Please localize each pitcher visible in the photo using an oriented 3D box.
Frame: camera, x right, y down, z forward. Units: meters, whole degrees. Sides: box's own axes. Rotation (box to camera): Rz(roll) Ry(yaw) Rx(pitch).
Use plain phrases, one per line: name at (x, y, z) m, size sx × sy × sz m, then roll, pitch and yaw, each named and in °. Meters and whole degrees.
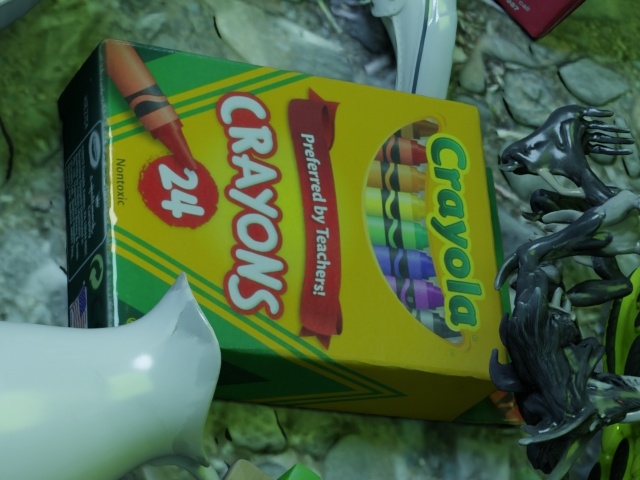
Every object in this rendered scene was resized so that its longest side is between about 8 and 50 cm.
pitcher at (-0.156, 0.120, 1.058) m, size 0.207 × 0.177 × 0.125 m, roll -15°, pitch 34°, yaw -13°

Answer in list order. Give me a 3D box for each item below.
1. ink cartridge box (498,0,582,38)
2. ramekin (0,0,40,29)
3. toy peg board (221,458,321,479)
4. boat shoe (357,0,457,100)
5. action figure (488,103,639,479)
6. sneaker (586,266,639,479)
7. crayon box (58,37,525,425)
ink cartridge box at (0.181, -0.317, 1.348) m, size 0.226 × 0.306 × 0.131 m, roll 47°, pitch 53°, yaw 0°
ramekin at (-0.250, -0.240, 1.133) m, size 0.277 × 0.135 × 0.277 m, roll 2°, pitch 81°, yaw -9°
toy peg board at (-0.007, 0.222, 1.113) m, size 0.161 × 0.079 × 0.161 m, roll 36°, pitch 54°, yaw -7°
boat shoe at (0.056, -0.185, 1.339) m, size 0.076 × 0.083 × 0.226 m, roll 4°, pitch 86°, yaw -1°
action figure at (0.174, 0.036, 1.187) m, size 0.141 × 0.164 × 0.275 m, roll -8°, pitch 40°, yaw 14°
sneaker at (0.245, 0.139, 1.273) m, size 0.123 × 0.109 × 0.295 m, roll 23°, pitch 57°, yaw -12°
crayon box at (0.000, 0.000, 1.229) m, size 0.318 × 0.081 × 0.202 m, roll 8°, pitch 62°, yaw -26°
